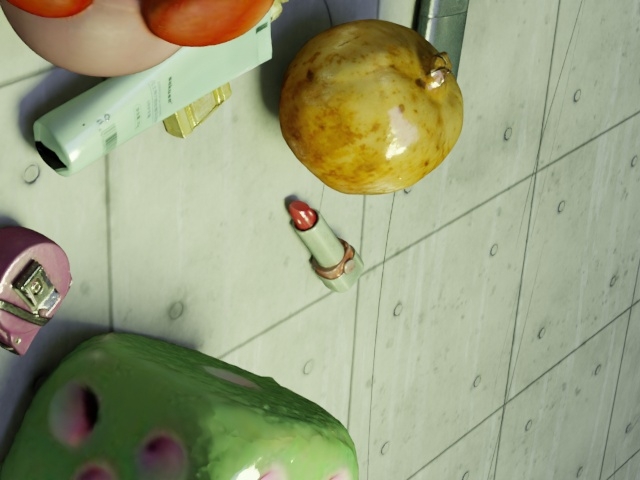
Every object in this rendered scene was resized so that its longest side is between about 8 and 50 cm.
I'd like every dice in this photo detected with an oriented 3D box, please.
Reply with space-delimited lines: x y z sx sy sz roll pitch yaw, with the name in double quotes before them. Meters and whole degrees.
"dice" -0.170 0.310 1.683 0.322 0.318 0.330 16 96 -56

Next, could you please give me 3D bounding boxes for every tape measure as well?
"tape measure" -0.323 0.049 1.522 0.118 0.074 0.125 -55 148 -18

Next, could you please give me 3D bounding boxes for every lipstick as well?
"lipstick" 0.001 0.001 1.971 0.063 0.057 0.186 -55 143 -15

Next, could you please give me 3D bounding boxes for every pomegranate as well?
"pomegranate" 0.068 -0.171 1.793 0.248 0.248 0.248 -33 135 -40

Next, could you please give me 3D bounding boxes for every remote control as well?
"remote control" 0.177 -0.346 2.009 0.107 0.044 0.377 -17 124 -44

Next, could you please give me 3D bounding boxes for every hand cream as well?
"hand cream" -0.173 -0.168 1.558 0.321 0.067 0.109 -33 148 -26

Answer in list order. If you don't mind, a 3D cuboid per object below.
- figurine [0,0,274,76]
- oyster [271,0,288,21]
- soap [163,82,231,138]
"figurine" -0.206 -0.253 1.343 0.270 0.261 0.211 10 126 -21
"oyster" -0.010 -0.402 1.671 0.354 0.107 0.201 -57 179 -24
"soap" -0.166 -0.232 1.602 0.092 0.037 0.252 -46 142 -25
